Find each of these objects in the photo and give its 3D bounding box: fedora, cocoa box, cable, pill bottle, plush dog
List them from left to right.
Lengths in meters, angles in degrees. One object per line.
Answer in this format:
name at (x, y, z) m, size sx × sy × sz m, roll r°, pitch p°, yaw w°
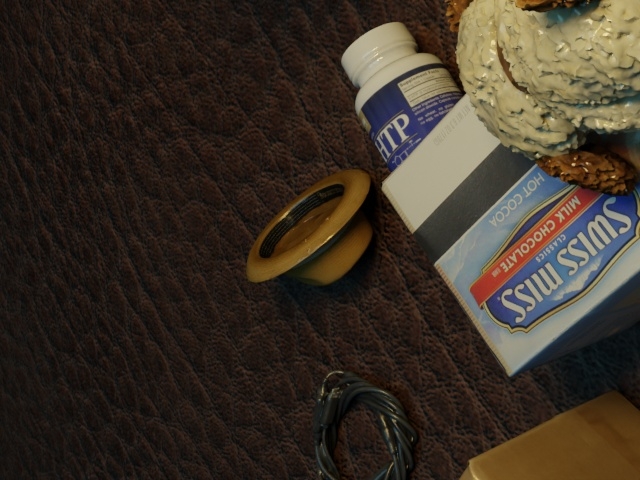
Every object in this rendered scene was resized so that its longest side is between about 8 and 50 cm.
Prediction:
fedora at (0.000, 0.000, 1.445) m, size 0.194 × 0.194 × 0.079 m, roll -24°, pitch 117°, yaw 43°
cable at (0.053, 0.259, 1.506) m, size 0.150 × 0.047 × 0.184 m, roll 17°, pitch 108°, yaw 34°
pill bottle at (0.103, -0.139, 1.323) m, size 0.112 × 0.112 × 0.186 m, roll -43°, pitch 70°, yaw 40°
plush dog at (0.184, -0.144, 0.895) m, size 0.262 × 0.211 × 0.225 m, roll 66°, pitch 153°, yaw 11°
cocoa box at (0.275, -0.076, 1.093) m, size 0.347 × 0.231 × 0.228 m, roll -47°, pitch 66°, yaw 38°

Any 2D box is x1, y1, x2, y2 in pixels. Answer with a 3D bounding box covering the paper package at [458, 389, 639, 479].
paper package at (0.283, 0.331, 1.118) m, size 0.325 × 0.309 × 0.168 m, roll 43°, pitch 123°, yaw 27°
